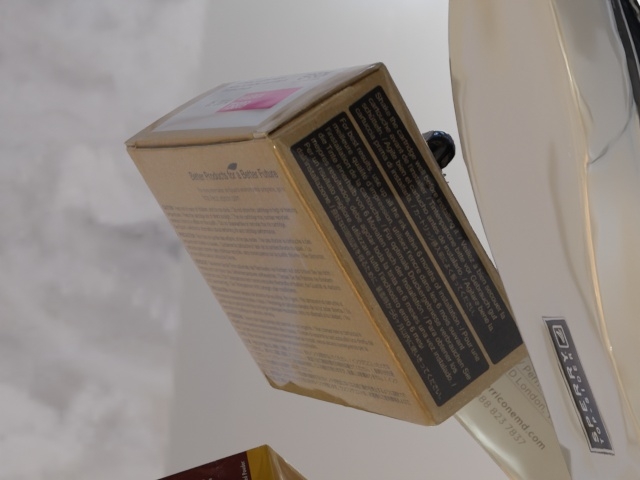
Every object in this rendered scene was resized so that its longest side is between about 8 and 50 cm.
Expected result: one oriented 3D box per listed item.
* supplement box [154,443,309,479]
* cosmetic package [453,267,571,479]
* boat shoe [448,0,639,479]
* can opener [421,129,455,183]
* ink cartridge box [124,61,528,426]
[{"bbox_3d":[-0.094,0.294,1.659,0.191,0.194,0.129,51,-157,-61],"label":"supplement box"},{"bbox_3d":[0.297,-0.012,1.282,0.161,0.453,0.230,49,-169,-3],"label":"cosmetic package"},{"bbox_3d":[0.133,0.008,0.692,0.102,0.108,0.301,-20,-85,-17],"label":"boat shoe"},{"bbox_3d":[0.036,-0.049,1.346,0.059,0.186,0.073,-38,-84,-26],"label":"can opener"},{"bbox_3d":[0.000,0.000,1.106,0.088,0.235,0.193,-34,-75,-20],"label":"ink cartridge box"}]
